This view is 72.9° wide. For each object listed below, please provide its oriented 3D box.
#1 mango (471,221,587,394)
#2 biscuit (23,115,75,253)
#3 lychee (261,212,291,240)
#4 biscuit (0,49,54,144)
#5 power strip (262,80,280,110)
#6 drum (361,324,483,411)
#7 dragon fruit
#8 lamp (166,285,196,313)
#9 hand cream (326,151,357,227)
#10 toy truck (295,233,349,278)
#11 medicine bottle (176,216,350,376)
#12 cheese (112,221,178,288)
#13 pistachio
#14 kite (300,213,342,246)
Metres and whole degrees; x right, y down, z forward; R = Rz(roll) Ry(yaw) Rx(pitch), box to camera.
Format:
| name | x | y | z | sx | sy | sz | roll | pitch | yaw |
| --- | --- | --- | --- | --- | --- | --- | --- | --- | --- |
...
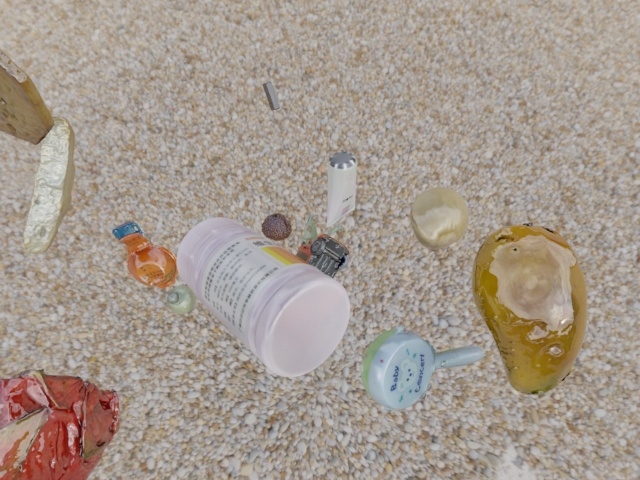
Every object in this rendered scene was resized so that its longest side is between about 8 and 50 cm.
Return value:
| name | x | y | z | sx | sy | sz | roll | pitch | yaw |
| --- | --- | --- | --- | --- | --- | --- | --- | --- | --- |
| mango | 0.294 | 0.100 | 0.614 | 0.156 | 0.151 | 0.248 | -9 | 104 | -9 |
| biscuit | -0.905 | -0.174 | 1.476 | 0.104 | 0.446 | 0.429 | 9 | 89 | -28 |
| lychee | -0.188 | -0.058 | 1.843 | 0.129 | 0.123 | 0.123 | -8 | 67 | 34 |
| biscuit | -0.805 | -0.382 | 1.038 | 0.359 | 0.359 | 0.046 | 21 | 58 | 7 |
| power strip | -0.198 | -0.579 | 1.736 | 0.029 | 0.038 | 0.111 | -29 | 112 | -27 |
| drum | 0.167 | 0.212 | 0.684 | 0.253 | 0.049 | 0.130 | 22 | 86 | -36 |
| dragon fruit | -0.540 | 0.361 | 0.861 | 0.240 | 0.330 | 0.302 | 29 | 102 | 21 |
| lamp | -0.442 | 0.182 | 1.343 | 0.091 | 0.163 | 0.090 | 1 | 80 | -4 |
| hand cream | 0.094 | -0.218 | 1.892 | 0.185 | 0.358 | 0.118 | -38 | 57 | -26 |
| toy truck | -0.037 | 0.099 | 1.155 | 0.107 | 0.114 | 0.252 | 34 | 87 | -34 |
| medicine bottle | -0.088 | 0.064 | 0.588 | 0.133 | 0.133 | 0.250 | -48 | 43 | -15 |
| cheese | -0.702 | 0.068 | 1.749 | 0.217 | 0.329 | 0.129 | -23 | 32 | 5 |
| pistachio | 0.368 | -0.072 | 1.356 | 0.182 | 0.162 | 0.293 | 28 | 39 | 7 |
| kite | -0.001 | 0.000 | 1.520 | 0.012 | 0.229 | 0.250 | 12 | 38 | 40 |
